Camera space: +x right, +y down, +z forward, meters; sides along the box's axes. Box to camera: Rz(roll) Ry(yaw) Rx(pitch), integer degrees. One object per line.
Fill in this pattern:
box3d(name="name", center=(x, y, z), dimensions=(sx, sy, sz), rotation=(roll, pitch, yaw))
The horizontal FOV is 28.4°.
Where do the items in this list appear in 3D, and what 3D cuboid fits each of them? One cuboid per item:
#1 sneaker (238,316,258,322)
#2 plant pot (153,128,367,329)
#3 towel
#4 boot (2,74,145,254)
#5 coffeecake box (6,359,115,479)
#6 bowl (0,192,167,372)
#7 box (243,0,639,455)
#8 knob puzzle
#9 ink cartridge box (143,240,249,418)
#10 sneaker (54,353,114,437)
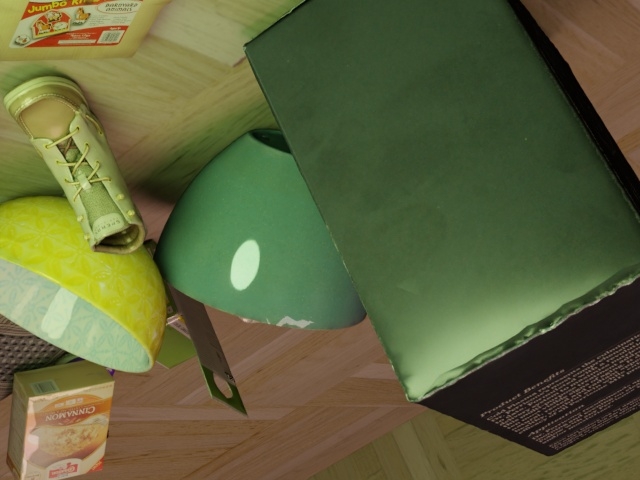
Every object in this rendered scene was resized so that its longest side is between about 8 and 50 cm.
box3d(name="sneaker", center=(-0.062, 0.104, 2.180), dimensions=(0.170, 0.063, 0.075), rotation=(-2, 156, -35))
box3d(name="plant pot", center=(-0.054, -0.032, 1.639), dimensions=(0.290, 0.290, 0.195), rotation=(-2, 113, -45))
box3d(name="towel", center=(-0.504, 0.166, 1.866), dimensions=(0.312, 0.056, 0.324), rotation=(-35, 156, 27))
box3d(name="boot", center=(-0.262, -0.077, 1.388), dimensions=(0.077, 0.165, 0.213), rotation=(-26, 161, 2))
box3d(name="coffeecake box", center=(-0.412, 0.288, 2.003), dimensions=(0.142, 0.068, 0.185), rotation=(-9, 126, -32))
box3d(name="bowl", center=(-0.301, 0.025, 1.566), dimensions=(0.289, 0.290, 0.156), rotation=(94, 21, -67))
box3d(name="box", center=(0.213, -0.043, 1.484), dimensions=(0.297, 0.479, 0.472), rotation=(-32, 152, 14))
box3d(name="knob puzzle", center=(-0.228, -0.244, 1.220), dimensions=(0.213, 0.030, 0.213), rotation=(-20, 159, -8))
box3d(name="ink cartridge box", center=(-0.214, 0.152, 1.861), dimensions=(0.097, 0.255, 0.189), rotation=(-26, 159, 4))
box3d(name="sneaker", center=(-0.394, 0.284, 2.137), dimensions=(0.102, 0.146, 0.293), rotation=(-11, 156, -32))
